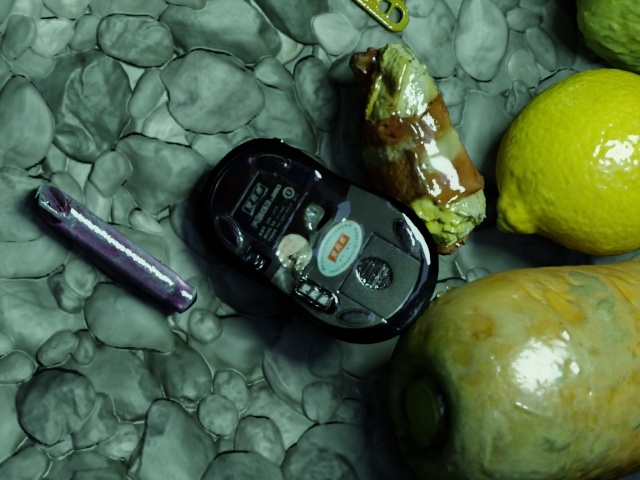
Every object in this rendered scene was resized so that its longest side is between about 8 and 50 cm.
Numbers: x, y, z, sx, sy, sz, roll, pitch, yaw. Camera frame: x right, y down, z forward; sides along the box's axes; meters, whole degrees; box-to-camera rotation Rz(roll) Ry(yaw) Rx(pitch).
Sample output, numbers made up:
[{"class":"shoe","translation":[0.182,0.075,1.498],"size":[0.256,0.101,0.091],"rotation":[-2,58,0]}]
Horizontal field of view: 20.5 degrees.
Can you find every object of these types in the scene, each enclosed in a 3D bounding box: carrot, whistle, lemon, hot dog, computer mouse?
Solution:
[{"class":"carrot","translation":[0.236,0.131,1.676],"size":[0.341,0.224,0.224],"rotation":[-8,87,-28]},{"class":"whistle","translation":[-0.185,0.008,1.591],"size":[0.176,0.033,0.033],"rotation":[37,70,-18]},{"class":"lemon","translation":[0.275,-0.075,1.742],"size":[0.244,0.187,0.187],"rotation":[-23,94,-22]},{"class":"hot dog","translation":[0.085,-0.086,1.684],"size":[0.103,0.146,0.213],"rotation":[-25,87,9]},{"class":"computer mouse","translation":[0.000,0.000,1.635],"size":[0.233,0.096,0.137],"rotation":[35,84,6]}]

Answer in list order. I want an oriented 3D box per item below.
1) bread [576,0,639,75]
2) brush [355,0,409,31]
[{"class":"bread","translation":[0.436,-0.326,1.775],"size":[0.348,0.348,0.308],"rotation":[12,73,-24]},{"class":"brush","translation":[0.004,-0.277,1.730],"size":[0.218,0.010,0.082],"rotation":[36,70,-19]}]
